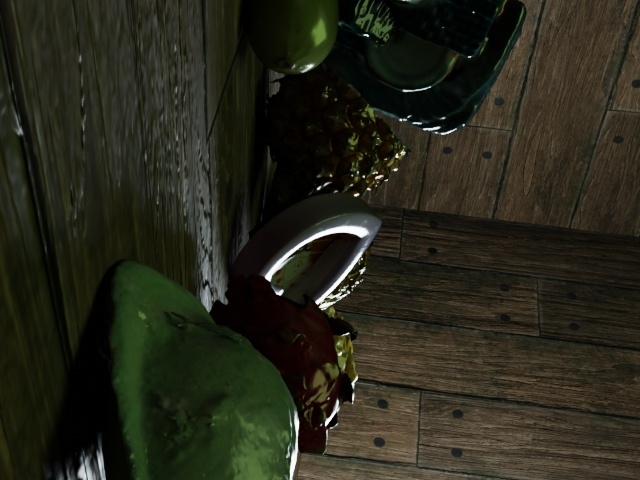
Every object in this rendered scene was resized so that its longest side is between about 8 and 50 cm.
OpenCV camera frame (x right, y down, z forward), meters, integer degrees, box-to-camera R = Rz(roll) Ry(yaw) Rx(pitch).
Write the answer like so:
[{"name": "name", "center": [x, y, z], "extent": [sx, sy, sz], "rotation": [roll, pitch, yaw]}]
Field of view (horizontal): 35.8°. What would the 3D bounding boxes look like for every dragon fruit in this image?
[{"name": "dragon fruit", "center": [-0.046, 0.103, 0.799], "extent": [0.133, 0.136, 0.165], "rotation": [-51, -137, 28]}]

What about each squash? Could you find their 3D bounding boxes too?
[{"name": "squash", "center": [-0.019, -0.247, 0.907], "extent": [0.083, 0.083, 0.250], "rotation": [94, 1, -50]}]

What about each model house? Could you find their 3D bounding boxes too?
[{"name": "model house", "center": [0.074, -0.237, 1.030], "extent": [0.184, 0.253, 0.291], "rotation": [-62, 174, 4]}]

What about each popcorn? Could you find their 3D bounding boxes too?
[{"name": "popcorn", "center": [-0.008, 0.198, 1.639], "extent": [0.163, 0.140, 0.194], "rotation": [-102, -164, -83]}]

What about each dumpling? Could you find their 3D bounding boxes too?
[{"name": "dumpling", "center": [-0.062, 0.088, 0.535], "extent": [0.216, 0.105, 0.149], "rotation": [-72, 168, -74]}]

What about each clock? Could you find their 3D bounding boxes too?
[{"name": "clock", "center": [-0.019, 0.007, 1.023], "extent": [0.172, 0.064, 0.198], "rotation": [-36, 159, -16]}]

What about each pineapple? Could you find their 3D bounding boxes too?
[{"name": "pineapple", "center": [-0.008, -0.094, 1.067], "extent": [0.137, 0.161, 0.176], "rotation": [-48, 156, -7]}]

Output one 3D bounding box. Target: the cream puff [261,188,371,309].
[{"name": "cream puff", "center": [0.000, 0.000, 1.178], "extent": [0.150, 0.115, 0.165], "rotation": [-42, 124, -48]}]

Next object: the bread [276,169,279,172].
[{"name": "bread", "center": [-0.045, 0.017, 1.362], "extent": [0.301, 0.045, 0.301], "rotation": [9, 90, -86]}]
